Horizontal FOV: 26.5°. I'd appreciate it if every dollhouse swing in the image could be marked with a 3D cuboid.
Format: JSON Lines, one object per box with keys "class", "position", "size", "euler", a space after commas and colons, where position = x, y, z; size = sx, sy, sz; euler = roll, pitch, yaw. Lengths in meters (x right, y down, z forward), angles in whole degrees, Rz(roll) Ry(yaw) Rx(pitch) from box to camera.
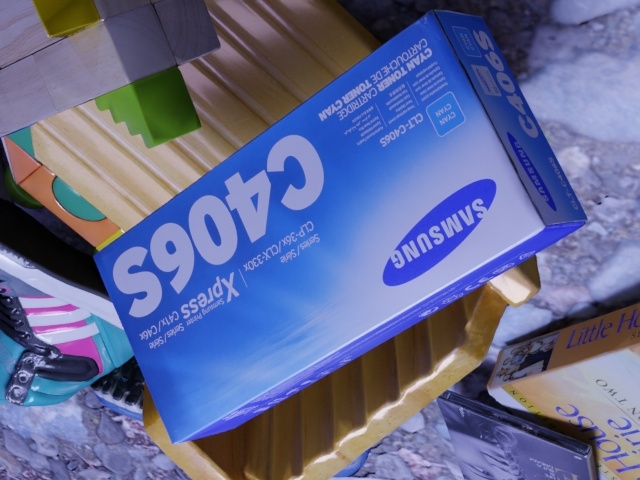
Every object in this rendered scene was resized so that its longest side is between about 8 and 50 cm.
{"class": "dollhouse swing", "position": [-0.066, -0.024, 1.093], "size": [0.305, 0.315, 0.347], "euler": [34, 122, -26]}

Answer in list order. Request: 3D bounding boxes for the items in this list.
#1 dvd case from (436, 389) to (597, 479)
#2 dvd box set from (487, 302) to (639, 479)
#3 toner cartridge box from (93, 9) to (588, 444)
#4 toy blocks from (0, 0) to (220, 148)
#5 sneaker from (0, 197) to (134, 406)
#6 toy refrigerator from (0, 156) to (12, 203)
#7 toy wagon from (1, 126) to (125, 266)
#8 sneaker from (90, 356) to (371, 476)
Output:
{"class": "dvd case", "position": [0.211, 0.237, 1.416], "size": [0.165, 0.018, 0.221], "euler": [19, 154, 26]}
{"class": "dvd box set", "position": [0.397, 0.159, 1.235], "size": [0.308, 0.062, 0.420], "euler": [40, 144, -18]}
{"class": "toner cartridge box", "position": [0.000, 0.000, 0.971], "size": [0.348, 0.075, 0.165], "euler": [-34, 76, 31]}
{"class": "toy blocks", "position": [-0.243, -0.238, 1.054], "size": [0.261, 0.191, 0.381], "euler": [-12, 102, 46]}
{"class": "sneaker", "position": [-0.316, 0.074, 1.398], "size": [0.178, 0.124, 0.295], "euler": [-45, 131, 11]}
{"class": "toy refrigerator", "position": [-0.390, -0.035, 1.419], "size": [0.102, 0.094, 0.269], "euler": [12, 138, 13]}
{"class": "toy wagon", "position": [-0.205, -0.090, 1.297], "size": [0.344, 0.068, 0.267], "euler": [41, 136, -18]}
{"class": "sneaker", "position": [-0.098, 0.199, 1.502], "size": [0.330, 0.129, 0.147], "euler": [13, 135, 11]}
